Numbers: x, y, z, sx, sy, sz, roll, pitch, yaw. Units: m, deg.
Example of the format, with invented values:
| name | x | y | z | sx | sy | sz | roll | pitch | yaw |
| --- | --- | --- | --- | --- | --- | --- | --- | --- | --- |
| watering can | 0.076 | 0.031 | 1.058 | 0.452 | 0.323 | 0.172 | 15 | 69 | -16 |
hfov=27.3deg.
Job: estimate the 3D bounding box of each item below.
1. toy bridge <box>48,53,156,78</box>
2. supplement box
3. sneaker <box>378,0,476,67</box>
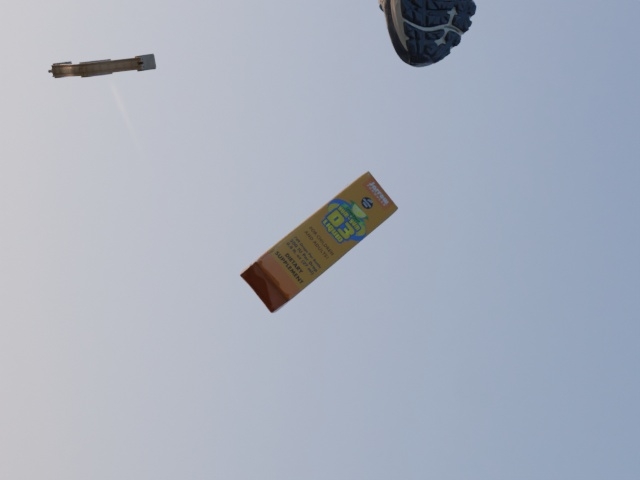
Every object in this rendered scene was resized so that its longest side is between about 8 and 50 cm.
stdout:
| name | x | y | z | sx | sy | sz | roll | pitch | yaw |
| --- | --- | --- | --- | --- | --- | --- | --- | --- | --- |
| toy bridge | -0.341 | -0.261 | 1.997 | 0.188 | 0.063 | 0.026 | 0 | -78 | 32 |
| supplement box | 0.000 | 0.000 | 1.861 | 0.078 | 0.233 | 0.080 | 50 | -29 | 0 |
| sneaker | 0.095 | -0.315 | 1.487 | 0.122 | 0.110 | 0.283 | -26 | -121 | 49 |
